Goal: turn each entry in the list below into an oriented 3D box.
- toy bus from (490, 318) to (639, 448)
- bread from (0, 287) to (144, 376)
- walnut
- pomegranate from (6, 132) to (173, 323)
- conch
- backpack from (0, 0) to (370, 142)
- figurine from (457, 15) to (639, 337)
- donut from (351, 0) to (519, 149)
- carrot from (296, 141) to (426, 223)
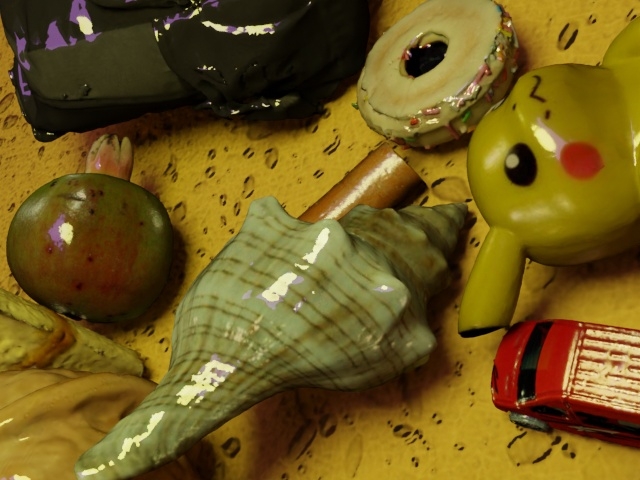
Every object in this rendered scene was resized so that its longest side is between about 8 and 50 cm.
[{"bbox_3d":[0.210,0.101,0.584,0.195,0.089,0.081,7,70,36],"label":"toy bus"},{"bbox_3d":[-0.334,0.169,0.793,0.198,0.263,0.236,2,65,39],"label":"bread"},{"bbox_3d":[-0.219,0.217,0.699,0.257,0.257,0.224,-49,50,2],"label":"walnut"},{"bbox_3d":[-0.237,-0.015,0.886,0.180,0.180,0.209,-1,68,33],"label":"pomegranate"},{"bbox_3d":[-0.030,0.049,0.669,0.386,0.169,0.203,-17,21,-26],"label":"conch"},{"bbox_3d":[-0.168,-0.281,0.929,0.446,0.255,0.363,-11,61,12],"label":"backpack"},{"bbox_3d":[0.233,-0.076,0.616,0.327,0.169,0.218,-17,43,22],"label":"figurine"},{"bbox_3d":[0.114,-0.160,0.786,0.175,0.068,0.174,-23,47,28],"label":"donut"},{"bbox_3d":[0.000,0.000,0.791,0.225,0.067,0.067,-42,51,5],"label":"carrot"}]
